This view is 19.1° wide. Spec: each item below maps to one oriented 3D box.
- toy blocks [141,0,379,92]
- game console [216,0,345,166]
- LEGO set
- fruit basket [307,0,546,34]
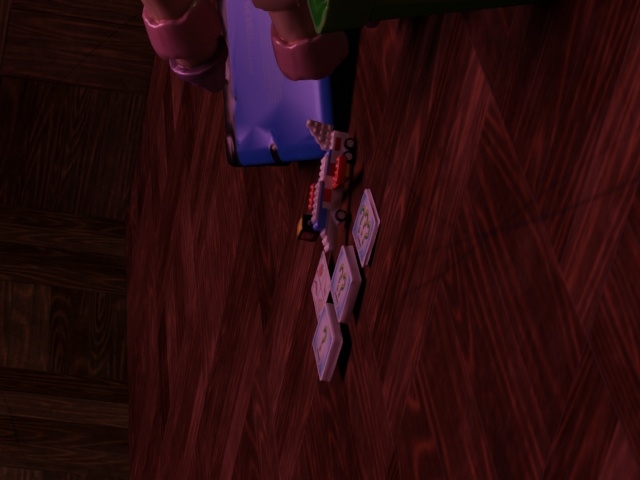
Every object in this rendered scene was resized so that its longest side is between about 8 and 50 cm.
[{"bbox_3d":[0.019,-0.262,1.682,0.260,0.309,0.289,61,-146,-47],"label":"toy blocks"},{"bbox_3d":[-0.022,-0.232,2.104,0.250,0.173,0.293,-3,93,47],"label":"game console"},{"bbox_3d":[0.000,0.000,1.897,0.244,0.060,0.182,-102,26,-61],"label":"LEGO set"},{"bbox_3d":[0.006,-0.337,1.268,0.283,0.392,0.392,-101,22,-59],"label":"fruit basket"}]
